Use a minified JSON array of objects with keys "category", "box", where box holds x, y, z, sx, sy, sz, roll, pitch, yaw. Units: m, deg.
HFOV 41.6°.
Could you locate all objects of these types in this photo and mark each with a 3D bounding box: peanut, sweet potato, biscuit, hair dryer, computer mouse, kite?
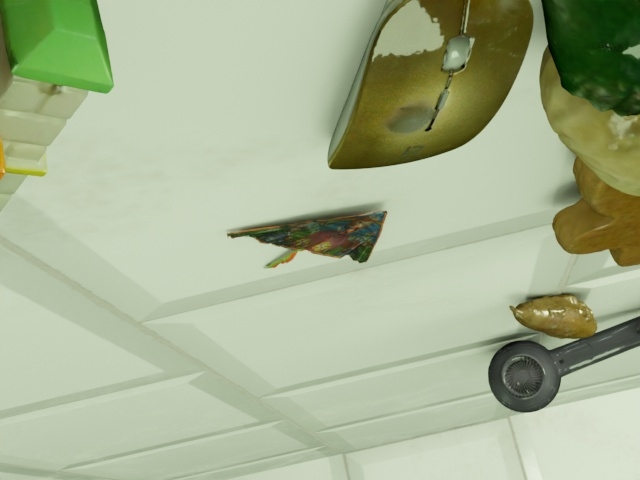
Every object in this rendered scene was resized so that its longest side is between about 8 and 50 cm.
[{"category":"peanut","box":[0.241,-0.080,0.515,0.237,0.120,0.110,9,-178,-18]},{"category":"sweet potato","box":[0.328,0.105,1.181,0.206,0.060,0.068,7,115,-39]},{"category":"biscuit","box":[0.334,-0.063,0.738,0.275,0.052,0.355,-22,156,18]},{"category":"hair dryer","box":[0.466,0.191,1.439,0.361,0.121,0.301,-22,167,12]},{"category":"computer mouse","box":[0.062,-0.089,0.526,0.102,0.044,0.199,-9,160,-15]},{"category":"kite","box":[0.000,0.000,0.777,0.159,0.010,0.190,-25,154,36]}]

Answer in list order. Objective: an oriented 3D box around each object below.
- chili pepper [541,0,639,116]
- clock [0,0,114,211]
[{"category":"chili pepper","box":[0.229,-0.138,0.370,0.265,0.116,0.148,-18,125,-2]},{"category":"clock","box":[-0.243,-0.056,0.373,0.220,0.106,0.255,5,149,-41]}]
